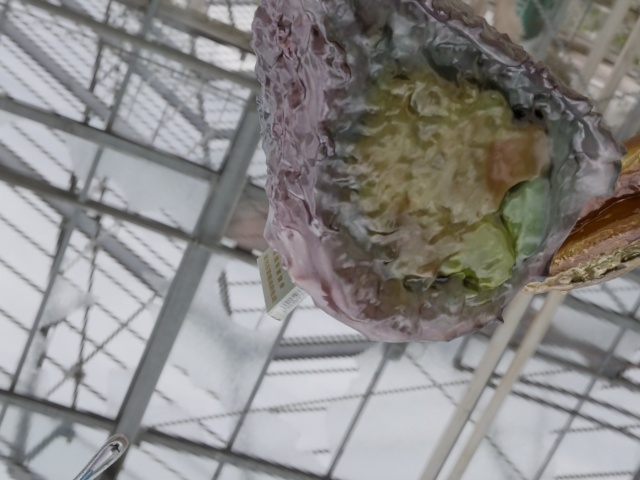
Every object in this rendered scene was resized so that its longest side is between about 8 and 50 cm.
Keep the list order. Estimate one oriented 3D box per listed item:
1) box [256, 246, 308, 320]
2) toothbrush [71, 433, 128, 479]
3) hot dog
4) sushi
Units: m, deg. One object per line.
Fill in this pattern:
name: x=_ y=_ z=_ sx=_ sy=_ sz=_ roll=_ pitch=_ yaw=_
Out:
box: x=0.000 y=0.000 z=1.076 sx=0.024 sy=0.167 sz=0.090 roll=32 pitch=-153 yaw=-32
toothbrush: x=-0.166 y=0.168 z=0.629 sx=0.014 sy=0.162 sz=0.017 roll=40 pitch=-157 yaw=-13
hot dog: x=0.278 y=-0.026 z=0.991 sx=0.072 sy=0.269 sz=0.115 roll=11 pitch=-119 yaw=-47
sushi: x=0.028 y=-0.041 z=0.501 sx=0.241 sy=0.161 sz=0.107 roll=26 pitch=-162 yaw=-42
